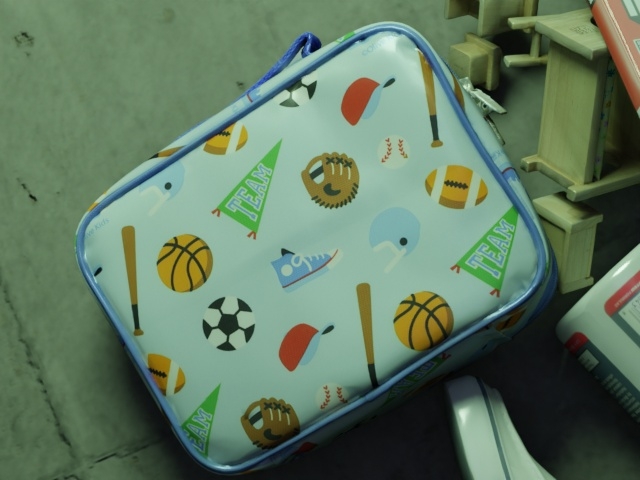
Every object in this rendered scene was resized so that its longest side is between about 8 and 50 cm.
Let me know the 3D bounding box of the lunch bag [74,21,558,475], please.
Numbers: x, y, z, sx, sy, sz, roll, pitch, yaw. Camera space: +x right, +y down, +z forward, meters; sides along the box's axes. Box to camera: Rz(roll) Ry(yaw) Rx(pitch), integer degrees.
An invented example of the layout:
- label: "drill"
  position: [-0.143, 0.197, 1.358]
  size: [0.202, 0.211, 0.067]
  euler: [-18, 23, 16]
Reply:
- label: "lunch bag"
  position: [0.000, 0.000, 1.309]
  size: [0.303, 0.115, 0.243]
  euler: [-32, 79, 7]

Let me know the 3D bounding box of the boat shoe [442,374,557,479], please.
- label: "boat shoe"
  position: [0.158, 0.203, 1.298]
  size: [0.084, 0.095, 0.258]
  euler: [-22, 91, -3]

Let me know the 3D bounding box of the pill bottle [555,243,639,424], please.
- label: "pill bottle"
  position: [0.254, 0.089, 1.291]
  size: [0.108, 0.108, 0.180]
  euler: [-42, 81, -2]

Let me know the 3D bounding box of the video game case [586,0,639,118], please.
- label: "video game case"
  position: [0.252, -0.212, 1.297]
  size: [0.204, 0.025, 0.285]
  euler: [-9, 61, -20]

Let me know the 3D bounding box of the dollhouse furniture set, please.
- label: "dollhouse furniture set"
  position: [0.166, -0.088, 1.358]
  size: [0.101, 0.161, 0.182]
  euler: [-16, 124, -31]
